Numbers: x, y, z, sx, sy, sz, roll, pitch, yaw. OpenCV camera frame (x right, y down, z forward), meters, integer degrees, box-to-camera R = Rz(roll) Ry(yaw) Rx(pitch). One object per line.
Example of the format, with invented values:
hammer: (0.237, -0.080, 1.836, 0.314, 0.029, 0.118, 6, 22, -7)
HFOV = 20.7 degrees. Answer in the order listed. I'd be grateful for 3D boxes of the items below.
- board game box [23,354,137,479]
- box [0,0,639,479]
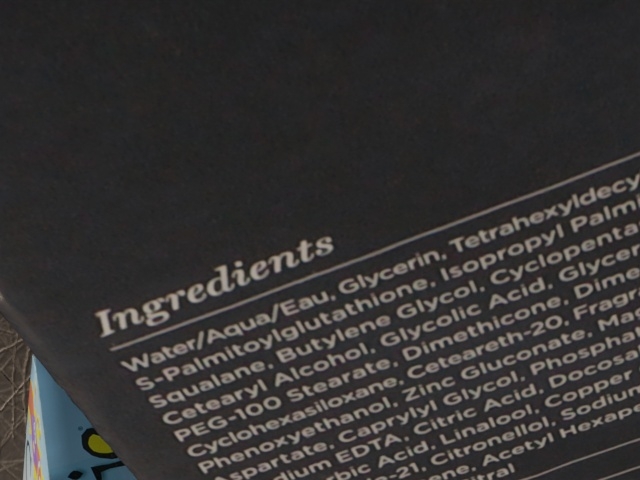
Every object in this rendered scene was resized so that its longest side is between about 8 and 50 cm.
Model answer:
board game box: (0.015, 0.138, 0.764, 0.142, 0.275, 0.144, 104, 158, -46)
box: (0.019, -0.070, 0.557, 0.395, 0.212, 0.293, 61, -169, -49)
